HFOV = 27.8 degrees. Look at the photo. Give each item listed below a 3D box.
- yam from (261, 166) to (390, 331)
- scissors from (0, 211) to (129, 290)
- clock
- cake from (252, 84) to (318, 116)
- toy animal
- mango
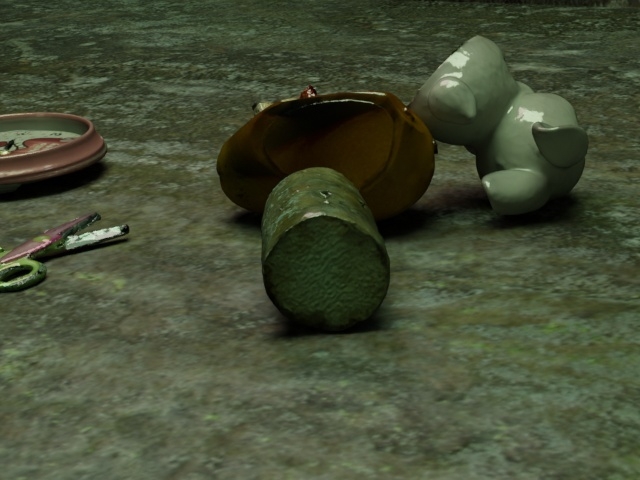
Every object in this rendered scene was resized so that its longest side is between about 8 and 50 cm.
[{"bbox_3d":[0.000,0.000,1.139,0.107,0.107,0.194,-4,18,-3],"label":"yam"},{"bbox_3d":[-0.278,0.007,1.293,0.134,0.020,0.187,17,28,39],"label":"scissors"},{"bbox_3d":[-0.387,-0.106,1.597,0.245,0.056,0.244,-3,20,1],"label":"clock"},{"bbox_3d":[-0.036,-0.137,1.547,0.086,0.116,0.220,-10,20,-4],"label":"cake"},{"bbox_3d":[0.190,-0.121,1.370,0.193,0.127,0.178,46,17,14],"label":"toy animal"},{"bbox_3d":[0.006,-0.082,1.356,0.236,0.136,0.166,-3,3,15],"label":"mango"}]
